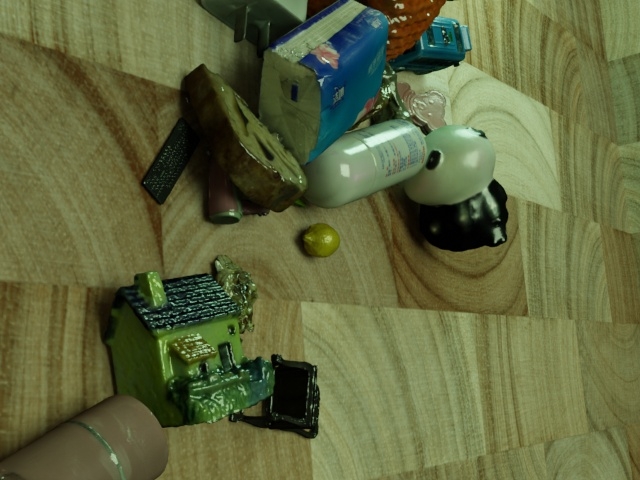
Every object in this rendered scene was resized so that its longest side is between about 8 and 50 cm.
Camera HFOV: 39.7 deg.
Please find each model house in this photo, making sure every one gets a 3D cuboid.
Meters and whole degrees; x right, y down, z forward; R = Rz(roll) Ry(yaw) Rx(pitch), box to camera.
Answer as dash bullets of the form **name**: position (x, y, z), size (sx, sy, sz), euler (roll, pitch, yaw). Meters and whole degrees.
- **model house**: position (-0.180, 0.139, 1.252), size (0.194, 0.170, 0.211), euler (-10, 88, -52)

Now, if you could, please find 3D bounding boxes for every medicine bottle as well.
- **medicine bottle**: position (0.077, -0.149, 1.716), size (0.341, 0.130, 0.130), euler (-26, 102, -55)

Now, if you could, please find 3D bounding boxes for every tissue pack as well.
- **tissue pack**: position (0.011, -0.281, 1.558), size (0.270, 0.137, 0.209), euler (-44, 150, -45)

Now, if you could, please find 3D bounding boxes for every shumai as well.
- **shumai**: position (0.066, -0.274, 1.752), size (0.105, 0.123, 0.139), euler (32, 66, -35)

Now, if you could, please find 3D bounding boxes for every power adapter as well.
- **power adapter**: position (-0.112, -0.443, 1.548), size (0.187, 0.124, 0.255), euler (26, 62, -47)

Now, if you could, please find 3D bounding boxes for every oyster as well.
- **oyster**: position (-0.130, 0.097, 1.413), size (0.165, 0.053, 0.108), euler (-91, 162, -49)

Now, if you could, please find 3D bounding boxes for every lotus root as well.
- **lotus root**: position (-0.122, -0.150, 1.431), size (0.260, 0.074, 0.170), euler (47, 20, -28)

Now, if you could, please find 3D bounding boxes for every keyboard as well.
- **keyboard**: position (-0.232, -0.126, 1.388), size (0.053, 0.010, 0.155), euler (52, 43, -34)

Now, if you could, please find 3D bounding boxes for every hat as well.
- **hat**: position (0.150, -0.511, 1.797), size (0.400, 0.285, 0.285), euler (-22, 98, -52)

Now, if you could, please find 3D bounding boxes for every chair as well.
- **chair**: position (-0.038, 0.263, 1.468), size (0.229, 0.113, 0.106), euler (23, 64, -45)

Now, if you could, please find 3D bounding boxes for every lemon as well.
- **lemon**: position (0.000, 0.000, 1.628), size (0.092, 0.065, 0.065), euler (10, 73, -52)

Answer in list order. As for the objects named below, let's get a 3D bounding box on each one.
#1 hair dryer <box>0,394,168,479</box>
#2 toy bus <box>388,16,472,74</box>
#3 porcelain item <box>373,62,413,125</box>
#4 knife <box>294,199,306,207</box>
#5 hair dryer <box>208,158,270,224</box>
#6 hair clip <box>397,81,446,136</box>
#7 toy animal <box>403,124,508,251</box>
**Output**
- **hair dryer**: position (-0.277, 0.395, 1.105), size (0.210, 0.125, 0.352), euler (-29, 111, -52)
- **toy bus**: position (0.232, -0.447, 2.008), size (0.246, 0.134, 0.113), euler (-11, 90, -53)
- **porcelain item**: position (0.129, -0.329, 1.878), size (0.069, 0.081, 0.215), euler (-36, 110, -60)
- **knife**: position (-0.086, -0.091, 1.570), size (0.184, 0.022, 0.026), euler (25, 87, -48)
- **hair dryer**: position (-0.134, -0.067, 1.487), size (0.154, 0.054, 0.106), euler (31, 50, -58)
- **hair clip**: position (0.209, -0.296, 1.962), size (0.138, 0.102, 0.123), euler (42, 46, -39)
- **toy animal**: position (0.290, -0.119, 1.932), size (0.212, 0.213, 0.266), euler (-46, 121, -49)
